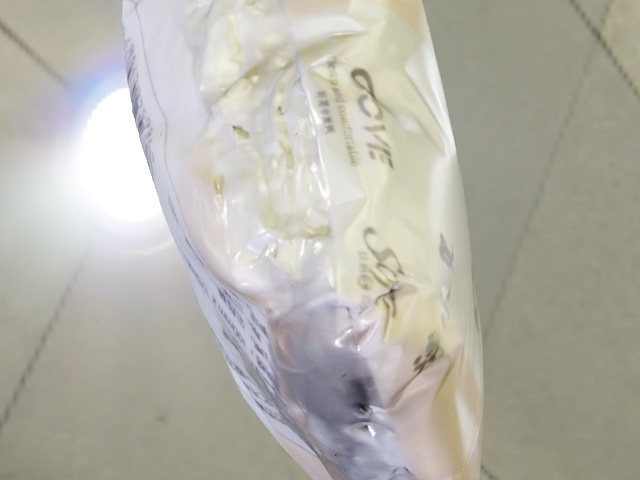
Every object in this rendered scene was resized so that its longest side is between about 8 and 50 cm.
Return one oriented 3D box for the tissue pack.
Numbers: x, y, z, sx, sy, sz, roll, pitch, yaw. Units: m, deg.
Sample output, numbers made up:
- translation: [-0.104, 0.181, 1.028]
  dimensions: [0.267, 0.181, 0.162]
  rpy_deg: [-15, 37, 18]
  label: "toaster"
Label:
- translation: [0.000, 0.000, 0.999]
  dimensions: [0.390, 0.195, 0.376]
  rpy_deg: [76, 1, -57]
  label: "tissue pack"
